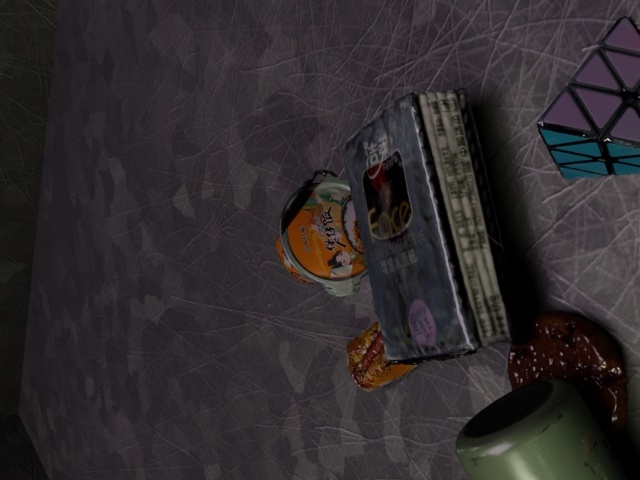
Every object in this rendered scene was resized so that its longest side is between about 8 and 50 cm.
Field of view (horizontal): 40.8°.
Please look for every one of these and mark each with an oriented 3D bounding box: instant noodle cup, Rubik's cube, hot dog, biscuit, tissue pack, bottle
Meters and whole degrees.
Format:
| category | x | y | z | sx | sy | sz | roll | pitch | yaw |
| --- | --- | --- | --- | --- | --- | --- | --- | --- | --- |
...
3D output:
| category | x | y | z | sx | sy | sz | roll | pitch | yaw |
| --- | --- | --- | --- | --- | --- | --- | --- | --- | --- |
| instant noodle cup | 0.000 | 0.000 | 1.438 | 0.125 | 0.177 | 0.208 | 143 | 134 | -65 |
| Rubik's cube | 0.301 | -0.161 | 0.973 | 0.211 | 0.178 | 0.190 | -9 | 87 | 53 |
| hot dog | 0.102 | 0.183 | 1.419 | 0.191 | 0.059 | 0.108 | -47 | 55 | 50 |
| biscuit | 0.322 | 0.185 | 1.125 | 0.192 | 0.049 | 0.192 | 16 | 109 | 58 |
| tissue pack | 0.150 | -0.010 | 1.230 | 0.259 | 0.122 | 0.361 | 156 | 103 | -65 |
| bottle | 0.311 | 0.350 | 1.031 | 0.168 | 0.168 | 0.347 | -32 | 88 | 52 |
